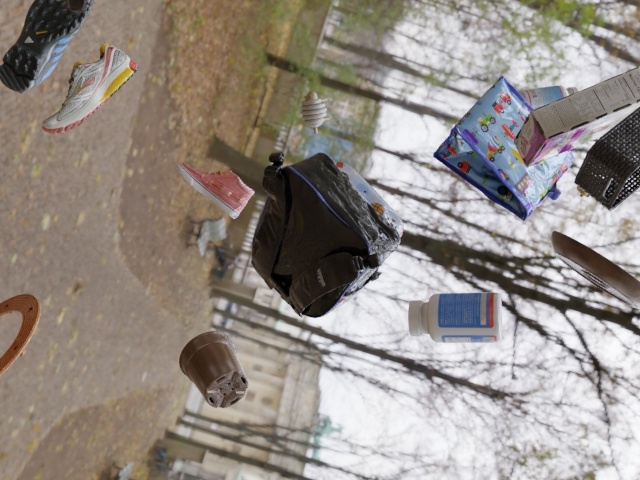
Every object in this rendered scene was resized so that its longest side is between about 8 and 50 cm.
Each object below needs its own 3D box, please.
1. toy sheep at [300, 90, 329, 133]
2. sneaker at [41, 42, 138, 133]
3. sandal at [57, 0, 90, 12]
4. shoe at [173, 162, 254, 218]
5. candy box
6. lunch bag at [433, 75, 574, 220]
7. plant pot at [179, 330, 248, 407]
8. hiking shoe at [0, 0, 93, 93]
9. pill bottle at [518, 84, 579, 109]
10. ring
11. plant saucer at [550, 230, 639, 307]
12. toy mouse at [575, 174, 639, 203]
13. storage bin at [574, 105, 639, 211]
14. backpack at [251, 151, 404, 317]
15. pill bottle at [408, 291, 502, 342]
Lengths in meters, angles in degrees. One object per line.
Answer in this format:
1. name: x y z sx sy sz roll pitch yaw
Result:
1. toy sheep: -0.019 -0.399 2.305 0.091 0.091 0.132 -94 174 -79
2. sneaker: -0.468 -0.296 1.460 0.225 0.093 0.088 -51 -160 -19
3. sandal: -0.379 -0.394 1.149 0.179 0.040 0.067 35 -56 53
4. shoe: -0.235 -0.133 1.647 0.081 0.178 0.063 -52 -175 -1
5. candy box: 0.515 -0.241 1.460 0.159 0.233 0.071 83 -15 -76
6. lunch bag: 0.458 -0.204 1.753 0.221 0.293 0.138 -46 174 -26
7. plant pot: -0.287 0.367 2.049 0.165 0.167 0.167 47 -55 48
8. hiking shoe: -0.643 -0.483 1.738 0.304 0.113 0.132 -51 -166 -1
9. pill bottle: 0.626 -0.380 2.037 0.087 0.160 0.087 172 -90 -86
10. ring: -0.894 0.287 2.027 0.336 0.032 0.337 -24 -143 20
11. plant saucer: 0.700 0.082 1.852 0.050 0.310 0.310 -55 -174 5
12. toy mouse: 0.679 -0.110 1.744 0.161 0.143 0.031 -63 155 -61
13. storage bin: 0.545 -0.151 1.295 0.180 0.084 0.122 -35 154 -19
14. backpack: 0.000 0.000 1.348 0.213 0.276 0.263 -19 154 -46
15. pill bottle: 0.331 0.189 1.818 0.124 0.221 0.124 -2 90 -74
